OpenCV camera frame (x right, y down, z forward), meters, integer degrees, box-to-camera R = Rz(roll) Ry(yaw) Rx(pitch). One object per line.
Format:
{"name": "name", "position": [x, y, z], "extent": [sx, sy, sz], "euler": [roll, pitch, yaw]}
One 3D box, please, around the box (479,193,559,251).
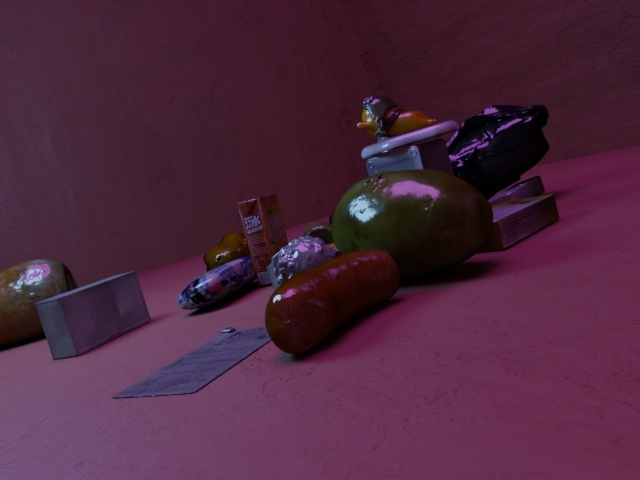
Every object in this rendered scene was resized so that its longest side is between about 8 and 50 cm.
{"name": "box", "position": [0.374, -0.034, 1.174], "extent": [0.260, 0.062, 0.175], "euler": [-21, 8, -42]}

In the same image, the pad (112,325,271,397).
{"name": "pad", "position": [-0.165, 0.174, 0.828], "extent": [0.159, 0.009, 0.265], "euler": [-12, 7, 29]}

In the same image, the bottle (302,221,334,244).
{"name": "bottle", "position": [0.000, 0.000, 1.600], "extent": [0.112, 0.112, 0.260], "euler": [-15, 6, 1]}

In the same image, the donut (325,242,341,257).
{"name": "donut", "position": [0.002, 0.051, 1.292], "extent": [0.190, 0.075, 0.174], "euler": [-10, 5, 8]}

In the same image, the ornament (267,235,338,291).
{"name": "ornament", "position": [-0.036, 0.053, 1.065], "extent": [0.120, 0.130, 0.285], "euler": [-21, 6, -11]}

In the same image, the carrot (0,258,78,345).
{"name": "carrot", "position": [-0.884, 0.189, 1.569], "extent": [0.340, 0.224, 0.224], "euler": [-20, 6, -11]}

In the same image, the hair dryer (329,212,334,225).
{"name": "hair dryer", "position": [0.156, -0.052, 1.920], "extent": [0.303, 0.120, 0.359], "euler": [-8, -5, -13]}

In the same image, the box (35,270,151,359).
{"name": "box", "position": [-0.510, 0.164, 1.240], "extent": [0.086, 0.130, 0.225], "euler": [-13, 6, 27]}

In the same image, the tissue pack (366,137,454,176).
{"name": "tissue pack", "position": [0.234, -0.107, 1.329], "extent": [0.159, 0.246, 0.136], "euler": [-10, 8, 41]}

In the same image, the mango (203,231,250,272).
{"name": "mango", "position": [-0.281, 0.051, 1.699], "extent": [0.151, 0.156, 0.249], "euler": [20, 2, -3]}

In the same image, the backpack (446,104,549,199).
{"name": "backpack", "position": [0.501, -0.255, 1.673], "extent": [0.445, 0.255, 0.363], "euler": [-30, 0, 18]}

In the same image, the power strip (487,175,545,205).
{"name": "power strip", "position": [0.569, -0.128, 1.571], "extent": [0.091, 0.063, 0.385], "euler": [-23, -1, 35]}

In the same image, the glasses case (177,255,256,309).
{"name": "glasses case", "position": [-0.237, 0.100, 1.374], "extent": [0.125, 0.076, 0.327], "euler": [-27, 1, 22]}

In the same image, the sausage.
{"name": "sausage", "position": [0.015, 0.081, 0.798], "extent": [0.108, 0.109, 0.270], "euler": [-11, 6, 36]}

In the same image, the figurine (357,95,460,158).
{"name": "figurine", "position": [0.194, -0.293, 1.299], "extent": [0.249, 0.141, 0.166], "euler": [-13, 6, 24]}

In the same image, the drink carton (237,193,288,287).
{"name": "drink carton", "position": [-0.135, -0.001, 1.398], "extent": [0.070, 0.223, 0.096], "euler": [-11, 7, 27]}

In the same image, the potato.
{"name": "potato", "position": [0.157, -0.028, 0.990], "extent": [0.304, 0.216, 0.215], "euler": [5, 17, 38]}
